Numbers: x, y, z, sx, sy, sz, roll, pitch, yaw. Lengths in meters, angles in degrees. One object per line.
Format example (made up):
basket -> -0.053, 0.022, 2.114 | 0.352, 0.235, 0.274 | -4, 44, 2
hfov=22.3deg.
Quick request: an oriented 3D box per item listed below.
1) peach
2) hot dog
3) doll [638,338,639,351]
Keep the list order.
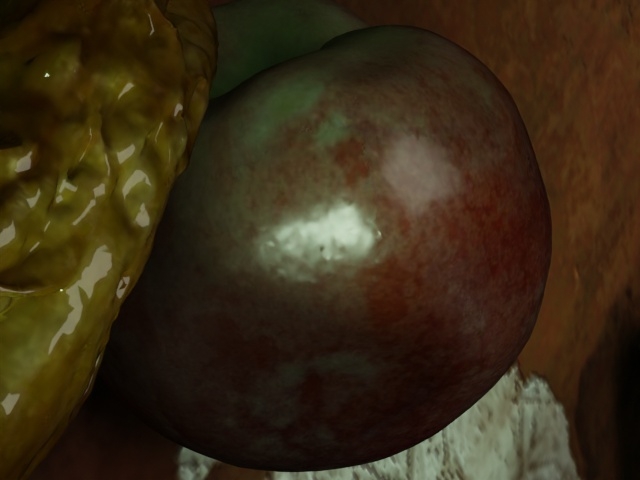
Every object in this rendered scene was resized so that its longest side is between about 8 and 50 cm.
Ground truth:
peach -> 0.000, 0.000, 0.503 | 0.152, 0.152, 0.152 | 9, 78, -51
hot dog -> -0.112, -0.022, 0.371 | 0.160, 0.099, 0.227 | 17, 55, -4
doll -> 0.171, 0.187, 0.749 | 0.202, 0.091, 0.286 | -17, 89, -44
